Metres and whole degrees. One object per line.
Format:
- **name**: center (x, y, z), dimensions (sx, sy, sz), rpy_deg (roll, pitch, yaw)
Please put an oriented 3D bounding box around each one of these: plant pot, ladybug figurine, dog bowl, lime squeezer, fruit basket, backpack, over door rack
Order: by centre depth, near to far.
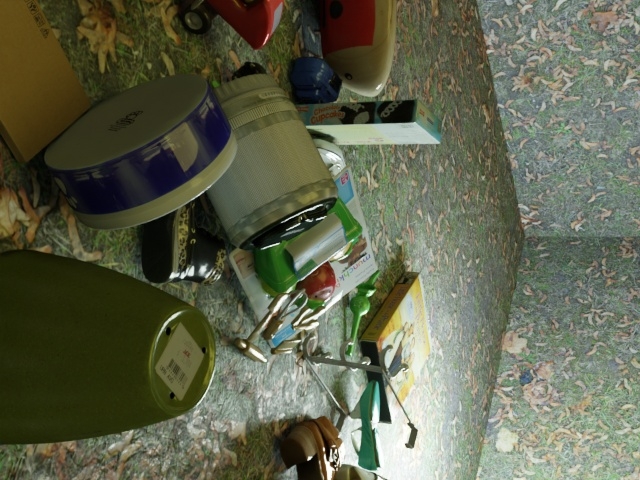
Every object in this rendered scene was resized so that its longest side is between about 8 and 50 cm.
- **plant pot**: center (-0.297, 0.151, 0.959), dimensions (0.275, 0.293, 0.275), rpy_deg (-2, 93, -63)
- **dog bowl**: center (-0.262, -0.136, 1.058), dimensions (0.265, 0.265, 0.104), rpy_deg (-61, 139, -43)
- **fruit basket**: center (-0.016, 0.054, 1.561), dimensions (0.327, 0.165, 0.353), rpy_deg (-36, 133, -18)
- **backpack**: center (-0.013, -0.380, 1.726), dimensions (0.120, 0.098, 0.101), rpy_deg (44, 56, -56)
- **ladybug figurine**: center (0.086, -0.586, 1.786), dimensions (0.305, 0.162, 0.449), rpy_deg (176, -86, -80)
- **over door rack**: center (0.108, 0.367, 1.819), dimensions (0.108, 0.239, 0.324), rpy_deg (-53, 135, -42)
- **lime squeezer**: center (0.129, 0.174, 2.053), dimensions (0.110, 0.059, 0.310), rpy_deg (64, 36, -40)

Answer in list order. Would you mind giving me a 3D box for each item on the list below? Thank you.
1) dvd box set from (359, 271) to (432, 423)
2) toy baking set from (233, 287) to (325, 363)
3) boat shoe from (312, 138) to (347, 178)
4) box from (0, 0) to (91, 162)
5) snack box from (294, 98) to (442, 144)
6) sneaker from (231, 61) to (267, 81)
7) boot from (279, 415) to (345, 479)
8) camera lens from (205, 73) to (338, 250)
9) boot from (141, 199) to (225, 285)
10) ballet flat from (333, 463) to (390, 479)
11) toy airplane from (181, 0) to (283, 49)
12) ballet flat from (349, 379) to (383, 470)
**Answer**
- **dvd box set**: center (0.251, 0.331, 2.284), dimensions (0.420, 0.062, 0.308), rpy_deg (-46, 130, -53)
- **toy baking set**: center (-0.091, 0.178, 1.510), dimensions (0.030, 0.197, 0.256), rpy_deg (52, 3, 29)
- **boat shoe**: center (0.025, -0.180, 1.815), dimensions (0.226, 0.083, 0.076), rpy_deg (36, 57, -59)
- **box**: center (-0.421, -0.237, 1.013), dimensions (0.164, 0.021, 0.201), rpy_deg (-61, 141, -44)
- **snack box**: center (0.109, -0.279, 1.716), dimensions (0.187, 0.322, 0.060), rpy_deg (16, 78, -63)
- **sneaker**: center (-0.128, -0.232, 1.504), dimensions (0.135, 0.097, 0.276), rpy_deg (-22, 112, -61)
- **boot**: center (0.002, 0.570, 1.724), dimensions (0.283, 0.109, 0.220), rpy_deg (66, 20, 7)
- **camera lens**: center (-0.111, -0.135, 1.316), dimensions (0.219, 0.219, 0.274), rpy_deg (-16, 77, -62)
- **boot**: center (-0.242, -0.031, 1.306), dimensions (0.178, 0.085, 0.236), rpy_deg (22, 70, -66)
- **ballet flat**: center (0.054, 0.683, 1.827), dimensions (0.483, 0.164, 0.182), rpy_deg (-28, 96, -58)
- **toy airplane**: center (-0.166, -0.563, 1.235), dimensions (0.384, 0.272, 0.386), rpy_deg (6, 85, -62)
- **ballet flat**: center (0.124, 0.515, 2.004), dimensions (0.083, 0.087, 0.247), rpy_deg (45, 40, -64)
